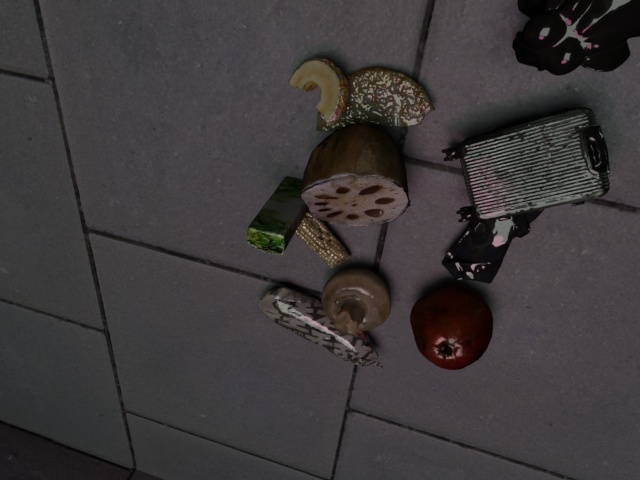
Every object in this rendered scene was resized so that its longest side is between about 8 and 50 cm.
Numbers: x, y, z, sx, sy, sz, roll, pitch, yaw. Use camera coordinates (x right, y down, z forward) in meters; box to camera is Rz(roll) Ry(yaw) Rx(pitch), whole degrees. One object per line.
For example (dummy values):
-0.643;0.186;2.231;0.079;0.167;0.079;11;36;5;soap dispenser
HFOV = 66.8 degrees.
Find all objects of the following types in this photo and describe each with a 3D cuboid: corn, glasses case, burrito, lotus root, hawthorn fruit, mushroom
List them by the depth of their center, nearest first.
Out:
0.080;-0.158;1.150;0.273;0.191;0.272;-2;163;-1;lotus root
-0.091;-0.069;1.223;0.096;0.272;0.062;13;126;11;glasses case
0.344;0.245;1.290;0.224;0.261;0.224;8;117;15;hawthorn fruit
0.000;0.000;1.355;0.087;0.087;0.211;-33;106;33;corn
0.097;0.185;1.373;0.204;0.204;0.204;9;124;13;mushroom
0.015;0.272;1.518;0.446;0.101;0.138;28;115;2;burrito

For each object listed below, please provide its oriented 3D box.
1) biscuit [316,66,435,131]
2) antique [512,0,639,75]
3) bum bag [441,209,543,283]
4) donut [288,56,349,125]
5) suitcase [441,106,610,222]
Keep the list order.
0.119;-0.329;1.127;0.290;0.038;0.141;2;118;22;biscuit
0.476;-0.414;0.821;0.322;0.255;0.185;-32;110;35;antique
0.425;-0.014;1.205;0.137;0.074;0.309;32;122;12;bum bag
0.011;-0.352;1.109;0.108;0.065;0.166;-48;70;28;donut
0.440;-0.157;1.049;0.312;0.128;0.202;-13;94;25;suitcase
